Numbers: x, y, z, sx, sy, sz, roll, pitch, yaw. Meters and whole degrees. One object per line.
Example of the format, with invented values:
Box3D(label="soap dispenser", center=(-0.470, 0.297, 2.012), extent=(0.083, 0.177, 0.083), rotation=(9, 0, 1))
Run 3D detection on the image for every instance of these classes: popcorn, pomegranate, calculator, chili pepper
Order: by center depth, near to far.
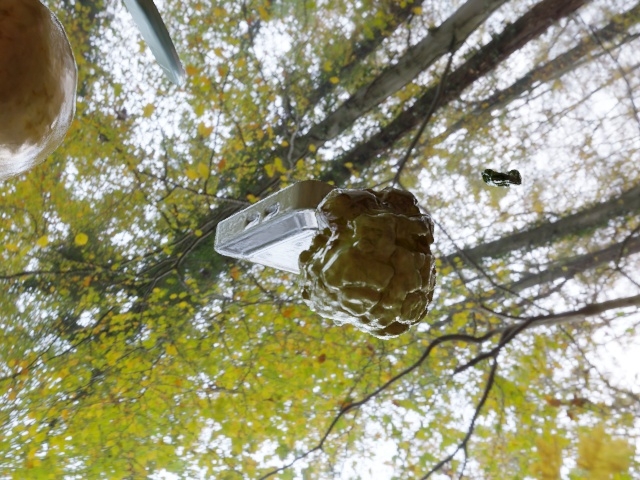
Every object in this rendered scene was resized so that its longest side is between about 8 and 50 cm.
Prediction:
Box3D(label="chili pepper", center=(0.257, -0.085, 0.823), extent=(0.091, 0.030, 0.034), rotation=(-5, -124, -47))
Box3D(label="popcorn", center=(0.080, 0.018, 0.900), extent=(0.237, 0.206, 0.251), rotation=(46, -122, -54))
Box3D(label="pomegranate", center=(-0.529, -0.258, 0.900), extent=(0.342, 0.342, 0.342), rotation=(13, -116, -29))
Box3D(label="calculator", center=(-0.393, -0.495, 1.370), extent=(0.042, 0.184, 0.295), rotation=(-32, -52, -13))

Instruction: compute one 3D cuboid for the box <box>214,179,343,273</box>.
Box3D(label="box", center=(0.000, 0.000, 1.317), extent=(0.367, 0.373, 0.090), rotation=(16, -114, -36))
